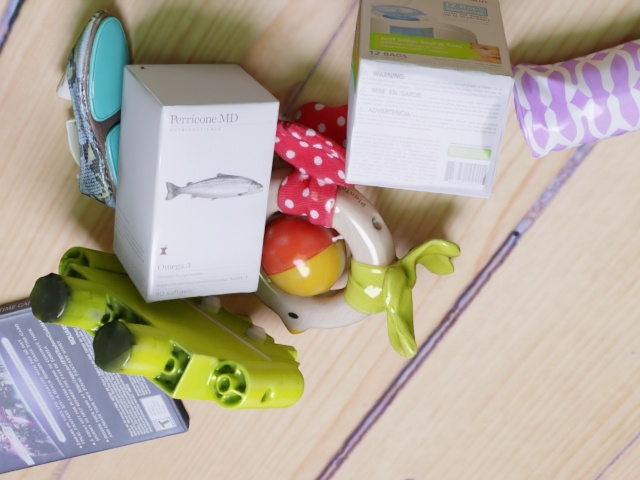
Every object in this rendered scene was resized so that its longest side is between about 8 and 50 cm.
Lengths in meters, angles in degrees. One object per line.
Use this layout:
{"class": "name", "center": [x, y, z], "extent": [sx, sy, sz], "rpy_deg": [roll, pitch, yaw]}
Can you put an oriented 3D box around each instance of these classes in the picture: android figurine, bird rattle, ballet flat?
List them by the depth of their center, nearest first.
{"class": "ballet flat", "center": [-0.200, -0.112, 1.082], "extent": [0.070, 0.070, 0.188], "rpy_deg": [-1, 120, 2]}
{"class": "android figurine", "center": [-0.123, 0.083, 1.106], "extent": [0.273, 0.248, 0.056], "rpy_deg": [15, 104, -55]}
{"class": "bird rattle", "center": [0.000, 0.000, 1.114], "extent": [0.207, 0.143, 0.253], "rpy_deg": [-23, 118, 35]}

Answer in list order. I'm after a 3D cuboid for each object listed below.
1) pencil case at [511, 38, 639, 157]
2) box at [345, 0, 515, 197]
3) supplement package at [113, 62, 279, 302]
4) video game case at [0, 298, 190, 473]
{"class": "pencil case", "center": [0.260, -0.135, 1.038], "extent": [0.206, 0.086, 0.088], "rpy_deg": [-16, 87, 10]}
{"class": "box", "center": [0.081, -0.132, 0.972], "extent": [0.114, 0.203, 0.103], "rpy_deg": [6, 123, 0]}
{"class": "supplement package", "center": [-0.110, -0.052, 1.059], "extent": [0.105, 0.105, 0.179], "rpy_deg": [-5, 118, -25]}
{"class": "video game case", "center": [-0.297, 0.150, 1.277], "extent": [0.274, 0.026, 0.196], "rpy_deg": [-14, 122, 12]}
